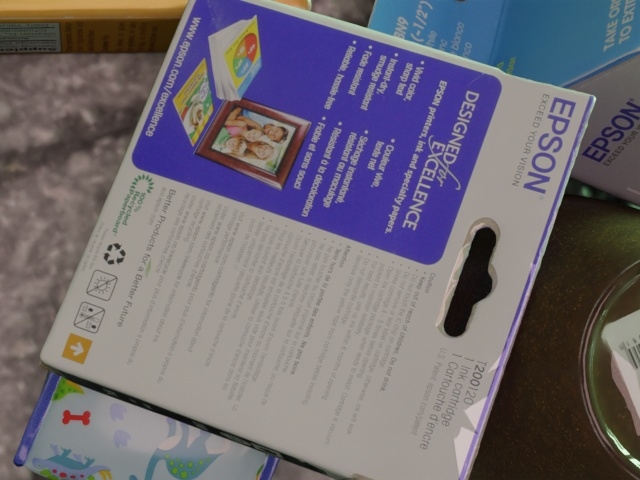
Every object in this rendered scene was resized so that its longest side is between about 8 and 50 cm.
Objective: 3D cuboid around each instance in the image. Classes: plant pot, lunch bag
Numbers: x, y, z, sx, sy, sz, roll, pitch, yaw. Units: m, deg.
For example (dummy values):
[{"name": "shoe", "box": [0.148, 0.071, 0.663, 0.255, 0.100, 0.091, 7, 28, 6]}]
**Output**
[{"name": "plant pot", "box": [0.137, 0.066, 0.659, 0.215, 0.230, 0.215, 1, 84, -10]}, {"name": "lunch bag", "box": [-0.073, 0.067, 0.688, 0.128, 0.096, 0.151, 22, 90, -7]}]

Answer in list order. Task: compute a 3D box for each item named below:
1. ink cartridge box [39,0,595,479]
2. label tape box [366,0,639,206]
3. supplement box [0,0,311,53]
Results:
[{"name": "ink cartridge box", "box": [0.000, 0.000, 0.615, 0.208, 0.045, 0.206, 19, 79, 14]}, {"name": "label tape box", "box": [0.219, -0.138, 0.715, 0.347, 0.115, 0.249, 24, 56, -9]}, {"name": "supplement box", "box": [-0.126, -0.148, 0.711, 0.233, 0.080, 0.078, -2, 84, -13]}]
